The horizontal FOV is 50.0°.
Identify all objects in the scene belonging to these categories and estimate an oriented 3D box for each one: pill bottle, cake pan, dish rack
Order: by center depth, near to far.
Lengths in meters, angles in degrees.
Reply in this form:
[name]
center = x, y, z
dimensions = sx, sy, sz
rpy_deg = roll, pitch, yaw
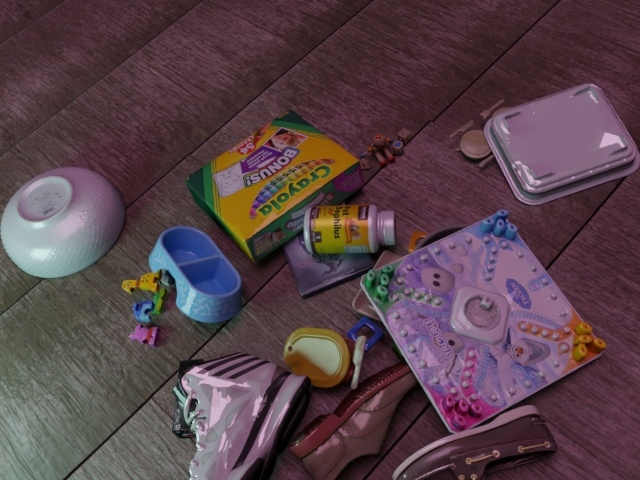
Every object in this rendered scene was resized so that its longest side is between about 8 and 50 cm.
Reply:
[cake pan]
center = 0.338, 0.100, 1.554
dimensions = 0.293, 0.054, 0.293
rpy_deg = 1, 60, -3
[pill bottle]
center = 0.073, -0.027, 1.658
dimensions = 0.215, 0.117, 0.117
rpy_deg = -2, 57, 10
[dish rack]
center = 0.612, -0.259, 1.736
dimensions = 0.333, 0.072, 0.285
rpy_deg = -19, 66, 0

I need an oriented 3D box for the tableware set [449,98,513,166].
[tableware set]
center = 0.456, -0.279, 1.825
dimensions = 0.194, 0.039, 0.128
rpy_deg = -36, 67, -9

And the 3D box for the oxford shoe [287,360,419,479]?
[oxford shoe]
center = 0.102, 0.374, 1.441
dimensions = 0.348, 0.123, 0.130
rpy_deg = -34, 87, -16

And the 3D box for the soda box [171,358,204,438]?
[soda box]
center = -0.291, 0.355, 1.547
dimensions = 0.060, 0.053, 0.169
rpy_deg = -6, 56, 7

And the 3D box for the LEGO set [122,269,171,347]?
[LEGO set]
center = -0.441, 0.143, 1.700
dimensions = 0.093, 0.087, 0.227
rpy_deg = -1, 55, 10

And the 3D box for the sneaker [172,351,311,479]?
[sneaker]
center = -0.227, 0.426, 1.411
dimensions = 0.257, 0.169, 0.447
rpy_deg = 22, 55, 18

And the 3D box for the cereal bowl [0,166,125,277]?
[cereal bowl]
center = -0.718, -0.075, 1.871
dimensions = 0.339, 0.141, 0.339
rpy_deg = -5, 55, 8

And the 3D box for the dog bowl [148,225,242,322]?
[dog bowl]
center = -0.302, 0.072, 1.680
dimensions = 0.166, 0.074, 0.297
rpy_deg = -14, 47, -38

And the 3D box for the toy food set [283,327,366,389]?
[toy food set]
center = 0.022, 0.260, 1.522
dimensions = 0.218, 0.071, 0.128
rpy_deg = 1, 84, 36

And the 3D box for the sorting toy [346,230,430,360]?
[sorting toy]
center = 0.200, 0.130, 1.601
dimensions = 0.196, 0.047, 0.348
rpy_deg = 24, 62, 20

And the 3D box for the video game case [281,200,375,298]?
[video game case]
center = 0.000, 0.000, 1.742
dimensions = 0.196, 0.026, 0.274
rpy_deg = -22, 54, -3

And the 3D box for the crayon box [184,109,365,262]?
[crayon box]
center = -0.122, -0.154, 1.798
dimensions = 0.363, 0.106, 0.313
rpy_deg = -37, 50, -15

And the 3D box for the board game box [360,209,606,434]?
[board game box]
center = 0.344, 0.153, 1.466
dimensions = 0.390, 0.050, 0.390
rpy_deg = -24, 65, -16

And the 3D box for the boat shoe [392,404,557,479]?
[boat shoe]
center = 0.302, 0.430, 1.341
dimensions = 0.324, 0.116, 0.097
rpy_deg = -20, 52, -9

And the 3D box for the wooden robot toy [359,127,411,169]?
[wooden robot toy]
center = 0.171, -0.255, 1.843
dimensions = 0.173, 0.079, 0.076
rpy_deg = -28, 56, -7
